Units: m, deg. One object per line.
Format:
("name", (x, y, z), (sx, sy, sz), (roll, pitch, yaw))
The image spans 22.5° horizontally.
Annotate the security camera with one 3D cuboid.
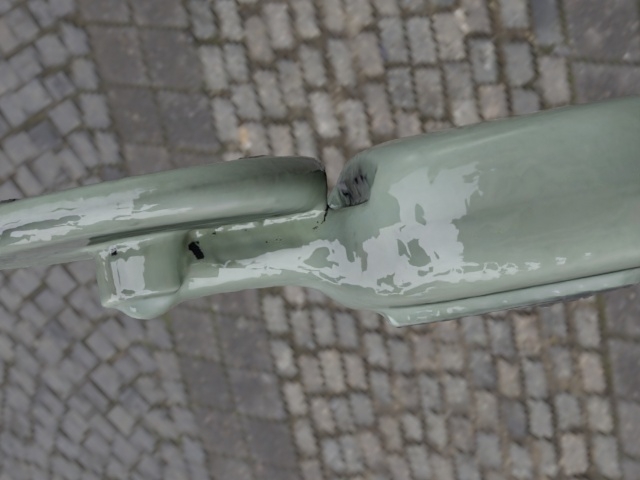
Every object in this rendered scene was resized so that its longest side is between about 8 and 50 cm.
("security camera", (0.000, 0.000, 0.645), (0.157, 0.301, 0.080), (165, 97, -79))
